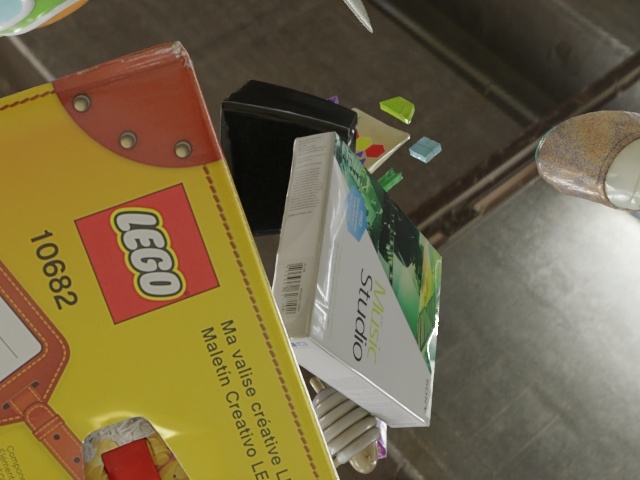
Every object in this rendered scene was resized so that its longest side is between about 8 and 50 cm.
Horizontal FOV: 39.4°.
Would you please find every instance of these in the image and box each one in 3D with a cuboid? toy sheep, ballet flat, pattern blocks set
[{"bbox_3d":[0.024,0.223,1.082,0.091,0.091,0.132,-32,-102,-23],"label":"toy sheep"},{"bbox_3d":[0.385,-0.073,0.980,0.316,0.107,0.106,4,-156,-26],"label":"ballet flat"},{"bbox_3d":[0.074,-0.201,1.825,0.285,0.026,0.325,-33,-134,-12],"label":"pattern blocks set"}]

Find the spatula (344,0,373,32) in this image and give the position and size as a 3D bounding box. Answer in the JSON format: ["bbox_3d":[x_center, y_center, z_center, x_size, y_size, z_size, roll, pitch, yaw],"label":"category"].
[{"bbox_3d":[-0.030,-0.313,0.816,0.019,0.242,0.168,-25,-126,23],"label":"spatula"}]

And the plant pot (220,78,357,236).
[{"bbox_3d":[-0.038,-0.111,1.236,0.167,0.187,0.188,5,-160,7],"label":"plant pot"}]

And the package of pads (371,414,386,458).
[{"bbox_3d":[0.079,0.281,1.341,0.032,0.050,0.083,-16,-142,17],"label":"package of pads"}]

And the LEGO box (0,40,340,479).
[{"bbox_3d":[-0.097,0.149,0.614,0.193,0.372,0.500,-20,-80,-6],"label":"LEGO box"}]

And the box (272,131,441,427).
[{"bbox_3d":[0.053,0.058,1.014,0.058,0.322,0.232,-5,-118,26],"label":"box"}]

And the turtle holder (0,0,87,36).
[{"bbox_3d":[-0.364,-0.346,0.919,0.320,0.227,0.243,10,-130,-40],"label":"turtle holder"}]
